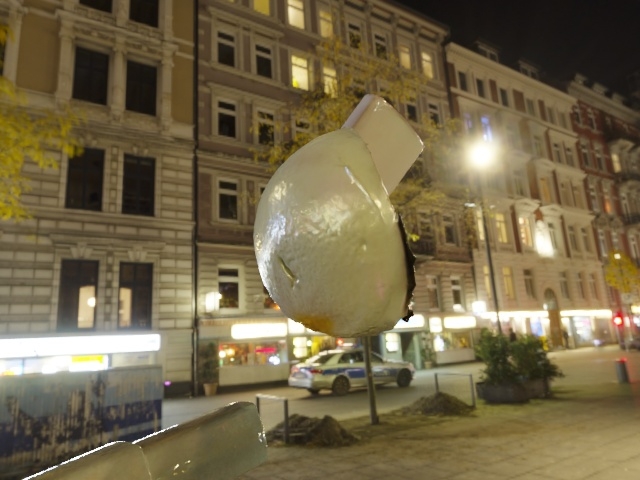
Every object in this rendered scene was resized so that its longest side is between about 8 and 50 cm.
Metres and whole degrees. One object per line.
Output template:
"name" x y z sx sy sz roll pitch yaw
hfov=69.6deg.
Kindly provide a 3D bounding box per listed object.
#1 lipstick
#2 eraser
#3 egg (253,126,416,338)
"lipstick" -0.154 0.196 0.358 0.079 0.078 0.252 -24 -11 36
"eraser" 0.084 -0.149 0.979 0.174 0.270 0.095 38 -3 -29
"egg" 0.000 0.000 0.695 0.200 0.337 0.337 -17 -11 -7
